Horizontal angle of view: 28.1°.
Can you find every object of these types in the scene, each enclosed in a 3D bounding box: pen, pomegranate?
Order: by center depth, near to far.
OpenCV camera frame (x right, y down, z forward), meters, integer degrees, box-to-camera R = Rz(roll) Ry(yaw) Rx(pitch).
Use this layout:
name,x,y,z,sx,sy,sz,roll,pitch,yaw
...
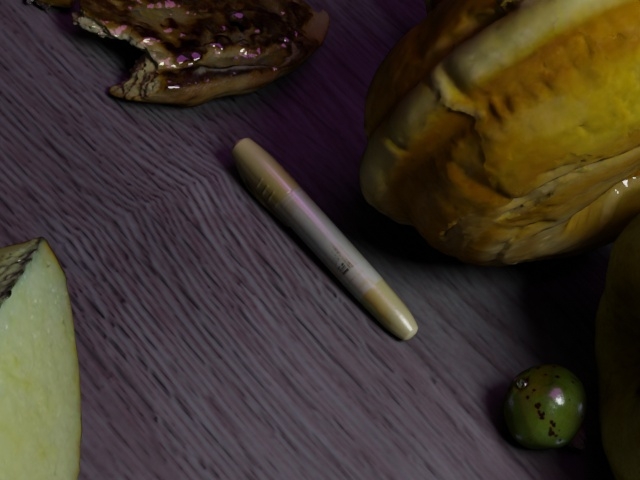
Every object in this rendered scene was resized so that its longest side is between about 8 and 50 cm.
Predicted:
name,x,y,z,sx,sy,sz,roll,pitch,yaw
pomegranate,0.193,0.139,1.068,0.084,0.073,0.073,10,45,-43
pen,0.000,0.000,1.116,0.032,0.040,0.233,-30,74,-41

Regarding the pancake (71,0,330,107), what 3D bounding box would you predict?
name,x,y,z,sx,sy,sz,roll,pitch,yaw
pancake,-0.107,-0.190,1.214,0.257,0.056,0.212,10,42,-12

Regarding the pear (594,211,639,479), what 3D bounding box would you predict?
name,x,y,z,sx,sy,sz,roll,pitch,yaw
pear,0.373,0.097,1.036,0.304,0.304,0.304,14,46,-16

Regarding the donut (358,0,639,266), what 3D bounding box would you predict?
name,x,y,z,sx,sy,sz,roll,pitch,yaw
donut,0.241,-0.127,1.068,0.449,0.449,0.198,-13,71,-35

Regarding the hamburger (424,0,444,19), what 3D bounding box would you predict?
name,x,y,z,sx,sy,sz,roll,pitch,yaw
hamburger,0.281,-0.214,1.341,0.330,0.209,0.162,-12,60,9

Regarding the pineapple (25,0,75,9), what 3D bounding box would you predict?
name,x,y,z,sx,sy,sz,roll,pitch,yaw
pineapple,-0.245,-0.272,1.191,0.069,0.137,0.116,15,85,-11

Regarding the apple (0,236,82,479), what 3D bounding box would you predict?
name,x,y,z,sx,sy,sz,roll,pitch,yaw
apple,-0.261,0.141,0.754,0.254,0.179,0.346,33,34,-13
